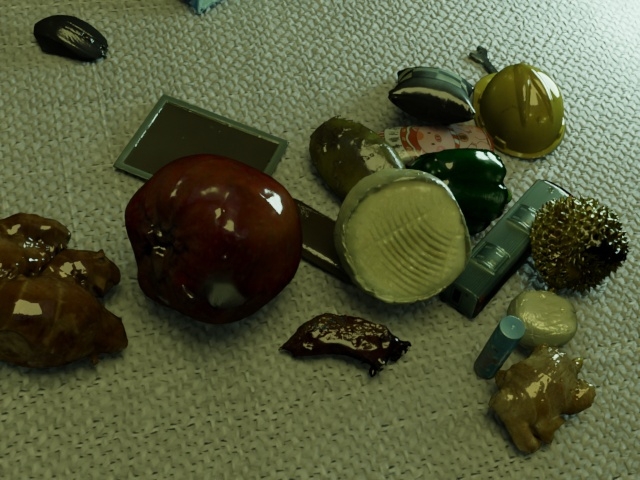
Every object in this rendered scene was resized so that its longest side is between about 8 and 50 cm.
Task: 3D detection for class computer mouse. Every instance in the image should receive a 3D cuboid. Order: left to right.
[{"bbox_3d":[-0.542,-0.445,2.021,0.172,0.057,0.099,21,52,1],"label":"computer mouse"}]

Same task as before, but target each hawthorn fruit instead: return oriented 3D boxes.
[{"bbox_3d":[-0.180,-0.001,1.651,0.308,0.325,0.308,-8,72,26],"label":"hawthorn fruit"}]

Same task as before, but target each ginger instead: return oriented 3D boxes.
[{"bbox_3d":[-0.496,0.090,1.603,0.357,0.152,0.274,35,36,13],"label":"ginger"},{"bbox_3d":[0.400,0.268,1.663,0.216,0.102,0.157,-34,73,-22],"label":"ginger"}]

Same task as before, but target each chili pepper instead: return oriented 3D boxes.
[{"bbox_3d":[0.303,-0.106,1.875,0.261,0.165,0.174,1,59,-28],"label":"chili pepper"}]

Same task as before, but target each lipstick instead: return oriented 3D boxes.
[{"bbox_3d":[0.319,0.194,1.668,0.048,0.158,0.048,5,54,-7],"label":"lipstick"}]

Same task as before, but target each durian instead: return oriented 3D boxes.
[{"bbox_3d":[0.509,0.017,1.813,0.193,0.138,0.237,35,67,-30],"label":"durian"}]

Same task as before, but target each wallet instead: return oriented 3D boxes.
[{"bbox_3d":[0.000,0.000,1.825,0.198,0.031,0.110,29,54,10],"label":"wallet"}]

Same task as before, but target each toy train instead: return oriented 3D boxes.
[{"bbox_3d":[0.389,-0.006,1.870,0.086,0.089,0.409,35,56,20],"label":"toy train"}]

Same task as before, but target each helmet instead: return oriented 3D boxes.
[{"bbox_3d":[0.449,-0.316,2.056,0.205,0.140,0.257,-11,62,-8],"label":"helmet"}]

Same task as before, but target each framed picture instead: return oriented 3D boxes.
[{"bbox_3d":[-0.241,-0.174,1.911,0.296,0.019,0.232,22,54,6],"label":"framed picture"}]

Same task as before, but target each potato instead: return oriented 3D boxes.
[{"bbox_3d":[0.078,-0.153,1.888,0.149,0.113,0.251,-42,64,-3],"label":"potato"}]

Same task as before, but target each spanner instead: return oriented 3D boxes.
[{"bbox_3d":[0.427,-0.365,2.174,0.054,0.015,0.254,-20,61,-21],"label":"spanner"}]

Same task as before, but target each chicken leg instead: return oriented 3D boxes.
[{"bbox_3d":[0.047,0.183,1.686,0.234,0.063,0.105,13,49,1],"label":"chicken leg"}]

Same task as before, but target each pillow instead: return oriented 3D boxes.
[{"bbox_3d":[0.246,-0.319,2.027,0.186,0.106,0.250,15,23,4],"label":"pillow"}]

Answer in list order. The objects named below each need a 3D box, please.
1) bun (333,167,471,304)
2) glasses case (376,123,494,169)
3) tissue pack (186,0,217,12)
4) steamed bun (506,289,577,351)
[{"bbox_3d":[0.145,-0.011,1.733,0.259,0.259,0.152,9,10,-4],"label":"bun"},{"bbox_3d":[0.241,-0.198,1.987,0.267,0.067,0.103,-4,49,-14],"label":"glasses case"},{"bbox_3d":[-0.306,-0.690,2.185,0.263,0.146,0.198,40,59,16],"label":"tissue pack"},{"bbox_3d":[0.412,0.159,1.752,0.130,0.091,0.112,8,51,-2],"label":"steamed bun"}]
